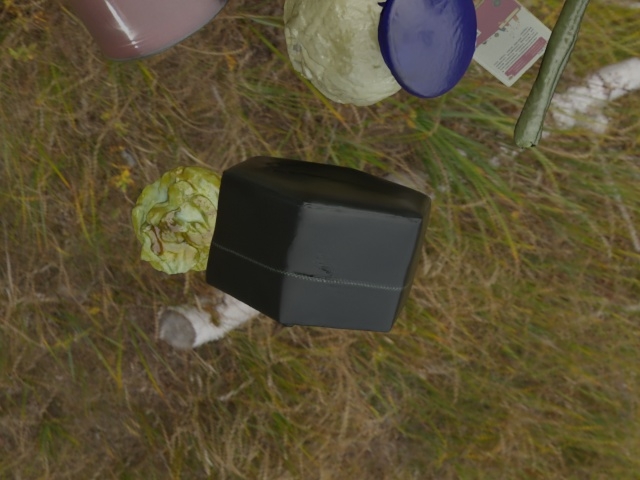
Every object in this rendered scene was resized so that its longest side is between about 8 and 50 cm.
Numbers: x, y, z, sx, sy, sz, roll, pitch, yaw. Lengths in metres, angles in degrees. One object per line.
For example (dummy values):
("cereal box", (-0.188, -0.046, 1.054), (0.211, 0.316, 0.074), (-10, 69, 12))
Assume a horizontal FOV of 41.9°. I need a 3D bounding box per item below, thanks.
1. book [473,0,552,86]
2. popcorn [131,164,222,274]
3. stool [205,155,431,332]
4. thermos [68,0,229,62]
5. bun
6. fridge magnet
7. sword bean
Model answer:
("book", (0.425, -0.473, 1.942), (0.232, 0.022, 0.162), (27, 120, -35))
("popcorn", (-0.242, -0.039, 1.562), (0.204, 0.183, 0.221), (24, 135, -23))
("stool", (0.000, 0.000, 0.876), (0.232, 0.232, 0.141), (1, 107, -35))
("thermos", (-0.204, -0.291, 0.691), (0.177, 0.145, 0.265), (-22, 130, 15))
("bun", (0.047, -0.455, 1.886), (0.227, 0.352, 0.349), (-30, 168, -11))
("fridge magnet", (0.213, -0.417, 1.670), (0.266, 0.113, 0.265), (-10, 105, -40))
("sword bean", (0.292, -0.238, 1.014), (0.043, 0.038, 0.269), (23, 88, -60))
